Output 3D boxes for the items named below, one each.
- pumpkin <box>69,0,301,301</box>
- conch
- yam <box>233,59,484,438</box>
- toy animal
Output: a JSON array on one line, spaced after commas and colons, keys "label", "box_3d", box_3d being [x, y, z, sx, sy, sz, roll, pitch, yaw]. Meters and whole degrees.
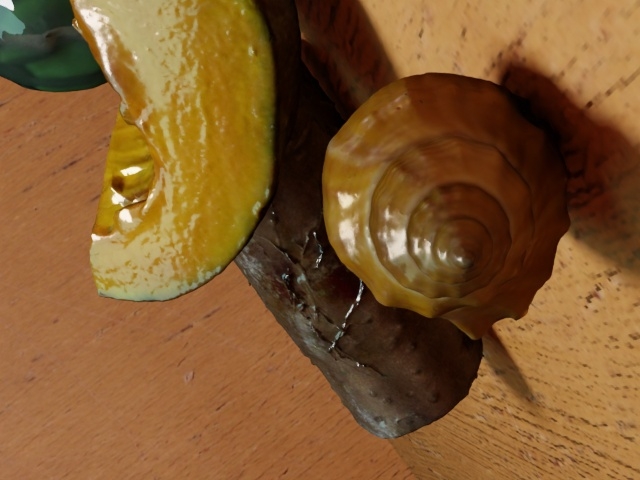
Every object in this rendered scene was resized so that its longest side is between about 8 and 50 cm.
[{"label": "pumpkin", "box_3d": [-0.063, -0.128, 0.941, 0.148, 0.169, 0.312, 10, 126, 19]}, {"label": "conch", "box_3d": [0.060, -0.030, 0.733, 0.109, 0.093, 0.330, 37, -164, -4]}, {"label": "yam", "box_3d": [0.002, -0.001, 1.128, 0.280, 0.131, 0.131, 54, 175, -28]}, {"label": "toy animal", "box_3d": [-0.254, -0.243, 1.349, 0.338, 0.191, 0.216, 49, 172, 33]}]
